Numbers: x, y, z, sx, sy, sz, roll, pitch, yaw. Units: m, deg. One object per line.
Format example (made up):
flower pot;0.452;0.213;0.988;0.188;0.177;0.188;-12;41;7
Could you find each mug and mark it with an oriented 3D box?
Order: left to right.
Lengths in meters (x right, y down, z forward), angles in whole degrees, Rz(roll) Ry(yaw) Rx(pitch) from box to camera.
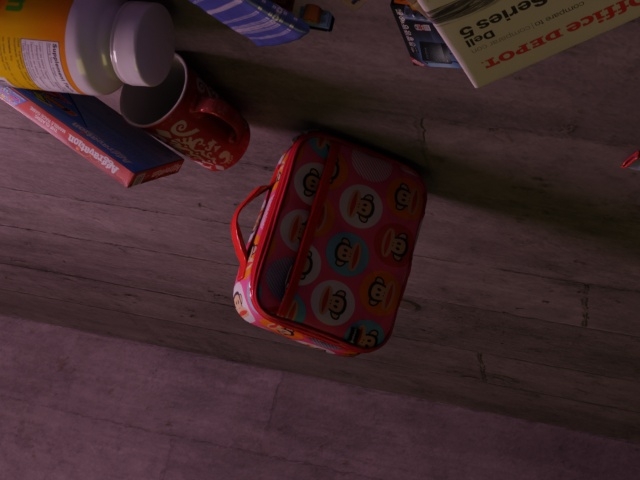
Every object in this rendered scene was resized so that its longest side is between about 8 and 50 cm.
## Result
mug;-0.170;-0.159;1.557;0.150;0.113;0.169;47;-174;37

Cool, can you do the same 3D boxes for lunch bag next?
lunch bag;0.000;0.000;1.617;0.258;0.293;0.120;21;164;-16

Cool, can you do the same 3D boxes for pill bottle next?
pill bottle;-0.311;-0.251;1.405;0.246;0.136;0.136;8;158;19

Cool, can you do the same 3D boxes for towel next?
towel;-0.170;-0.297;1.119;0.336;0.040;0.243;32;-179;-14

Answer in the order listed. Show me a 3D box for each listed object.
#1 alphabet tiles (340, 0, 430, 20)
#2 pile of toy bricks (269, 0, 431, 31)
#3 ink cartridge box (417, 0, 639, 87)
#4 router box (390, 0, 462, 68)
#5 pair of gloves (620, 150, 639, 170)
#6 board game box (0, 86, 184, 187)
alphabet tiles;0.072;-0.296;1.031;0.237;0.009;0.198;31;119;-35
pile of toy bricks;0.026;-0.271;1.115;0.212;0.118;0.105;11;178;12
ink cartridge box;0.159;-0.274;0.943;0.198;0.114;0.273;-22;145;19
router box;0.137;-0.237;1.257;0.092;0.038;0.122;6;158;22
pair of gloves;0.472;-0.097;1.405;0.159;0.023;0.198;17;160;-4
board game box;-0.330;-0.168;1.537;0.281;0.027;0.145;35;-160;10
